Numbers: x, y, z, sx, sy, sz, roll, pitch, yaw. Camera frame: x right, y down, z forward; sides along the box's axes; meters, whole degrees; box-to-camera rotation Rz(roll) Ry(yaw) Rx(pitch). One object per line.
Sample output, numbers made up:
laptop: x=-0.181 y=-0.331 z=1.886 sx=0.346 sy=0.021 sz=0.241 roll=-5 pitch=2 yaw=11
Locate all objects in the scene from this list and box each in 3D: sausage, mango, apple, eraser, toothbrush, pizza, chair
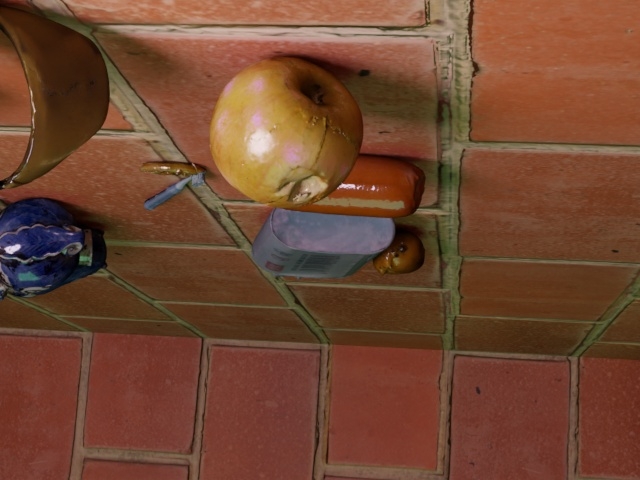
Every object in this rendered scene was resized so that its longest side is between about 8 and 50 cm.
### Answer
sausage: x=0.022 y=-0.065 z=1.442 sx=0.197 sy=0.076 sz=0.076 roll=3 pitch=169 yaw=11
mango: x=0.118 y=0.020 z=1.849 sx=0.077 sy=0.063 sz=0.127 roll=-22 pitch=167 yaw=12
apple: x=-0.034 y=-0.096 z=1.133 sx=0.146 sy=0.147 sz=0.146 roll=3 pitch=169 yaw=1
eraser: x=0.000 y=0.000 z=1.757 sx=0.174 sy=0.081 sz=0.227 roll=2 pitch=168 yaw=-10
toothbrush: x=-0.194 y=-0.065 z=1.646 sx=0.016 sy=0.019 sz=0.219 roll=4 pitch=170 yaw=-26
pizza: x=-0.184 y=-0.088 z=1.537 sx=0.083 sy=0.016 sz=0.037 roll=2 pitch=175 yaw=-2
chair: x=-0.312 y=-0.109 z=1.002 sx=0.172 sy=0.159 sz=0.247 roll=-6 pitch=-172 yaw=28

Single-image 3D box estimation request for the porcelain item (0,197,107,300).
porcelain item: x=-0.410 y=0.019 z=1.857 sx=0.186 sy=0.138 sz=0.288 roll=-5 pitch=172 yaw=-14
